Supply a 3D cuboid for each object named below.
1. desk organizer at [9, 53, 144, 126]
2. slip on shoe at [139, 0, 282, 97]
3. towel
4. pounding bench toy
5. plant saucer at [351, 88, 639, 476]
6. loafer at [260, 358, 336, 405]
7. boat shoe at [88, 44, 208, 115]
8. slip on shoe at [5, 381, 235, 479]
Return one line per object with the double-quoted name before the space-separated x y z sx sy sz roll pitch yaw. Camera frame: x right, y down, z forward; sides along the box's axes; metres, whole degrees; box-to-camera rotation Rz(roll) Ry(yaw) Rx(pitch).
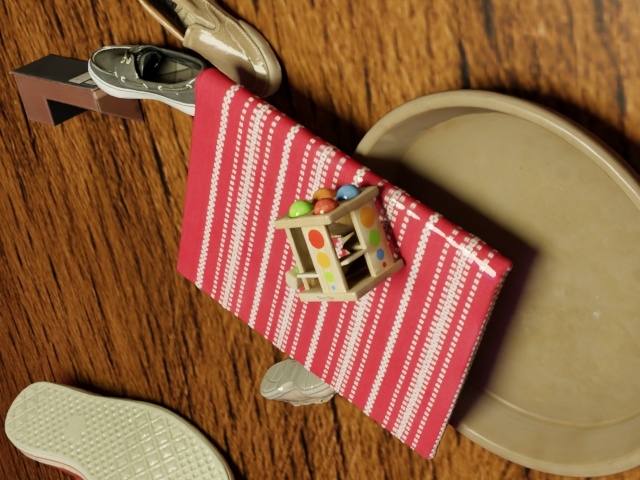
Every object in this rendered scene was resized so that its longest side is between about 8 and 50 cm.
"desk organizer" -0.221 -0.131 0.969 0.130 0.047 0.050 17 129 41
"slip on shoe" -0.085 -0.155 0.806 0.135 0.041 0.051 50 142 10
"towel" 0.001 0.014 0.776 0.275 0.031 0.199 35 135 24
"pounding bench toy" 0.000 0.000 0.704 0.083 0.052 0.065 -5 111 46
"plant saucer" 0.127 0.028 0.703 0.278 0.041 0.278 27 132 34
"loafer" -0.005 0.121 0.918 0.039 0.045 0.125 33 153 -23
"boat shoe" -0.136 -0.139 0.863 0.142 0.049 0.040 19 154 30
"slip on shoe" -0.214 0.242 1.189 0.331 0.123 0.101 12 156 37
